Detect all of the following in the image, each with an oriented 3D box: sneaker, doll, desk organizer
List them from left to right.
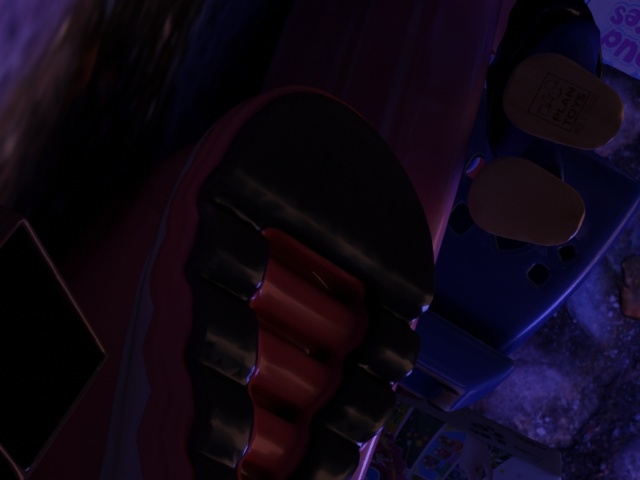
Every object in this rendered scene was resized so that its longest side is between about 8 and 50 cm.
[{"bbox_3d":[-0.098,0.050,0.287,0.130,0.050,0.047,-60,173,-39],"label":"desk organizer"},{"bbox_3d":[-0.066,0.103,0.398,0.136,0.116,0.314,-10,-129,49],"label":"sneaker"},{"bbox_3d":[0.089,-0.069,0.511,0.189,0.046,0.129,-73,-179,-67],"label":"doll"}]

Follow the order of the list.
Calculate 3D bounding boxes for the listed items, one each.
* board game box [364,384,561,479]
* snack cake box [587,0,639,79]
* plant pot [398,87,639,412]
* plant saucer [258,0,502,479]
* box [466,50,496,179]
[{"bbox_3d":[0.048,0.244,1.247,0.224,0.303,0.097,-66,174,12],"label":"board game box"},{"bbox_3d":[0.232,-0.225,1.034,0.152,0.264,0.089,-58,172,-48],"label":"snack cake box"},{"bbox_3d":[0.098,0.009,1.080,0.212,0.236,0.236,-57,174,-11],"label":"plant pot"},{"bbox_3d":[0.000,0.000,0.609,0.332,0.084,0.332,-163,-90,-89],"label":"plant saucer"},{"bbox_3d":[0.142,-0.148,1.270,0.123,0.128,0.257,-60,173,-34],"label":"box"}]
